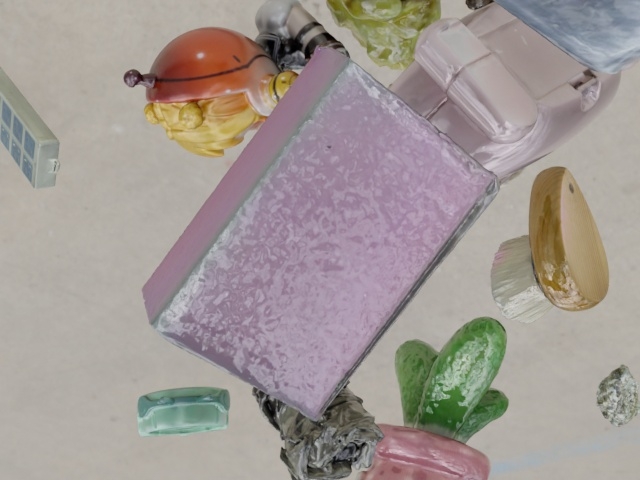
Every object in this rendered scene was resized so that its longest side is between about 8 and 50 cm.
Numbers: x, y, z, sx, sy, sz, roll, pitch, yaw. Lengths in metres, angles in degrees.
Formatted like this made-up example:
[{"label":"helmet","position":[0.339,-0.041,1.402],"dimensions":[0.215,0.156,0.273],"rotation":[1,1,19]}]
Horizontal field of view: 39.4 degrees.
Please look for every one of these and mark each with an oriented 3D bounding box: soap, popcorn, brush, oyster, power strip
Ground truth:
[{"label":"soap","position":[0.000,-0.001,0.728],"dimensions":[0.181,0.081,0.259],"rotation":[32,100,-26]},{"label":"popcorn","position":[0.109,-0.408,1.472],"dimensions":[0.194,0.255,0.256],"rotation":[-21,109,-8]},{"label":"brush","position":[0.403,0.008,1.613],"dimensions":[0.166,0.267,0.174],"rotation":[-17,165,42]},{"label":"oyster","position":[0.545,0.286,1.611],"dimensions":[0.100,0.037,0.098],"rotation":[41,104,-12]},{"label":"power strip","position":[-0.584,-0.234,1.676],"dimensions":[0.043,0.367,0.106],"rotation":[-13,135,-38]}]

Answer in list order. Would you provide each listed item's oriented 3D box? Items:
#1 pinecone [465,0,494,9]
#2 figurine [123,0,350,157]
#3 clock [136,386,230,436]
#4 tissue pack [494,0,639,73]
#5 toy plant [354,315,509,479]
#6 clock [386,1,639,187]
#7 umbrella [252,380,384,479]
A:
[{"label":"pinecone","position":[0.277,-0.349,1.191],"dimensions":[0.179,0.195,0.150],"rotation":[-36,91,1]},{"label":"figurine","position":[-0.143,-0.261,1.442],"dimensions":[0.320,0.323,0.196],"rotation":[13,133,59]},{"label":"clock","position":[-0.228,0.284,1.488],"dimensions":[0.159,0.066,0.211],"rotation":[-4,163,-9]},{"label":"tissue pack","position":[0.132,-0.227,0.401],"dimensions":[0.361,0.122,0.259],"rotation":[16,145,-42]},{"label":"toy plant","position":[0.183,0.313,1.401],"dimensions":[0.210,0.356,0.317],"rotation":[25,162,-10]},{"label":"clock","position":[0.181,-0.139,1.065],"dimensions":[0.342,0.184,0.326],"rotation":[-25,167,-35]},{"label":"umbrella","position":[-0.044,0.138,1.051],"dimensions":[0.113,0.358,0.106],"rotation":[-18,123,-15]}]
